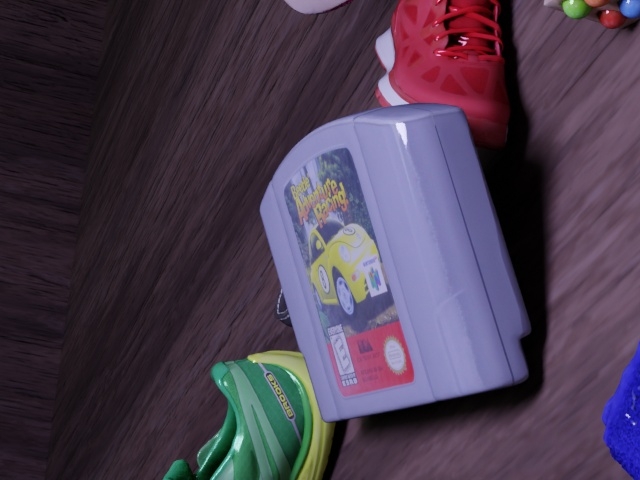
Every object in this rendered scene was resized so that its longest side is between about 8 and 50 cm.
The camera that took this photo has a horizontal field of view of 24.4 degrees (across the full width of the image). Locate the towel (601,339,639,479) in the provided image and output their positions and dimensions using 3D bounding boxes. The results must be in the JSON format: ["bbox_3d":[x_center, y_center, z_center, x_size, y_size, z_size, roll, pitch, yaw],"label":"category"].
[{"bbox_3d":[0.209,-0.005,0.537,0.228,0.076,0.308,-122,47,-68],"label":"towel"}]

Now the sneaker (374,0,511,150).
[{"bbox_3d":[0.092,-0.153,1.009,0.221,0.087,0.128,-114,38,-61],"label":"sneaker"}]

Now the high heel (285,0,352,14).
[{"bbox_3d":[0.091,-0.333,1.066,0.377,0.127,0.181,-55,-4,28],"label":"high heel"}]

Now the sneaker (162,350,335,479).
[{"bbox_3d":[-0.073,0.227,1.195,0.109,0.123,0.296,-147,67,-73],"label":"sneaker"}]

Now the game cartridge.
[{"bbox_3d":[0.037,0.017,0.992,0.294,0.060,0.196,150,108,-68],"label":"game cartridge"}]

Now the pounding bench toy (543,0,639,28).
[{"bbox_3d":[0.148,-0.159,0.829,0.052,0.083,0.065,157,125,-69],"label":"pounding bench toy"}]

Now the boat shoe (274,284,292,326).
[{"bbox_3d":[0.000,0.000,1.220,0.228,0.068,0.081,122,154,-48],"label":"boat shoe"}]
